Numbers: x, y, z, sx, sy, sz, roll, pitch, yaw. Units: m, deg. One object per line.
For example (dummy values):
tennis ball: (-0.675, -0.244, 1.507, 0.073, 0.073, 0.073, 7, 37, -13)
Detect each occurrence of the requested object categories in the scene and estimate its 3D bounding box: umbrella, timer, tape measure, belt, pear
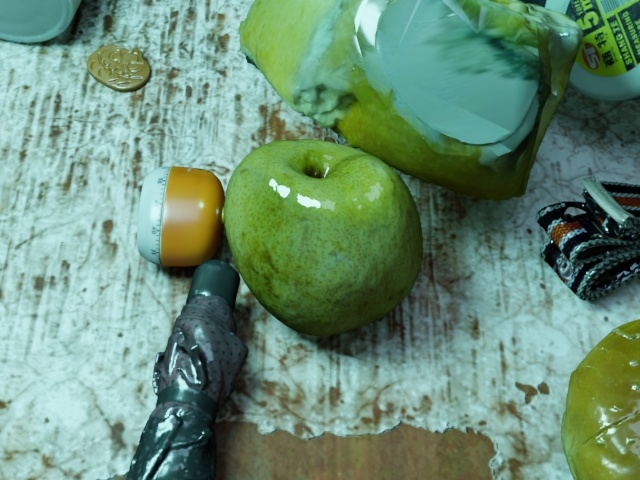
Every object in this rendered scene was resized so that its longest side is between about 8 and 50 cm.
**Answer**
umbrella: (-0.136, 0.162, 1.267, 0.090, 0.094, 0.326, -23, 42, 38)
timer: (-0.151, -0.029, 1.406, 0.136, 0.099, 0.136, -1, 63, 3)
tape measure: (0.417, -0.218, 1.491, 0.098, 0.215, 0.351, -10, 77, -46)
belt: (0.428, -0.031, 1.430, 0.360, 0.126, 0.094, -14, 44, -20)
pear: (0.000, 0.000, 1.332, 0.229, 0.211, 0.188, 18, 34, 27)

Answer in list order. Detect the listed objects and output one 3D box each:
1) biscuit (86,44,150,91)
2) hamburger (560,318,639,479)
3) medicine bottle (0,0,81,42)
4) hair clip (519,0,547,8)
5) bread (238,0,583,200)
biscuit: (-0.271, -0.237, 1.615, 0.091, 0.015, 0.078, 29, 57, 19)
hamburger: (0.328, 0.217, 1.209, 0.157, 0.144, 0.283, -7, 55, -8)
medicine bottle: (-0.390, -0.449, 1.631, 0.245, 0.245, 0.306, 10, 59, 5)
hair clip: (0.222, -0.404, 1.633, 0.392, 0.238, 0.318, 29, 59, 18)
bread: (0.099, -0.212, 1.384, 0.395, 0.239, 0.264, 21, 11, -5)
